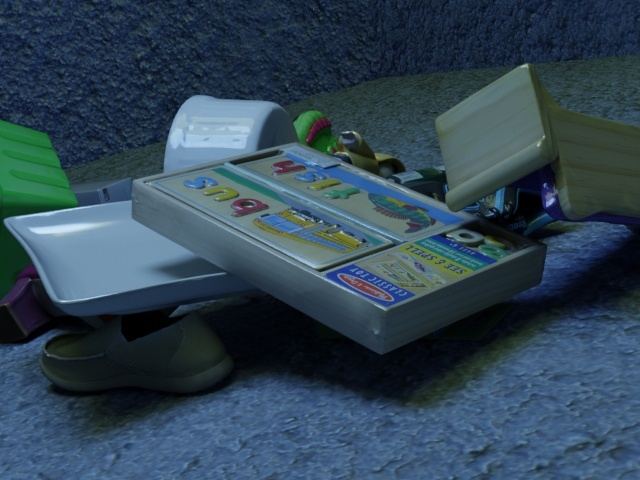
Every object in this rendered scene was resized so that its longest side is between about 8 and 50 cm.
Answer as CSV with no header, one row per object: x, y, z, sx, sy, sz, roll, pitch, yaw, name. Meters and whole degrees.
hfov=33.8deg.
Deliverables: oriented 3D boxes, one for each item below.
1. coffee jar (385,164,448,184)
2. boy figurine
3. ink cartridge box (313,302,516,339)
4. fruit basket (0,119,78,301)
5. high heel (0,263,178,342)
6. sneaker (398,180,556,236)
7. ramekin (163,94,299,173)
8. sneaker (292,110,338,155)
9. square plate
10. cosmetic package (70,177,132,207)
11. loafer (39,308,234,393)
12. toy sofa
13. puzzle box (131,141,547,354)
0.197,-0.077,1.652,0.184,0.096,0.079,-16,17,-19,coffee jar
0.055,-0.083,1.658,0.092,0.177,0.285,3,6,24,boy figurine
0.104,0.067,1.208,0.209,0.062,0.109,-3,16,33,ink cartridge box
-0.624,-0.040,1.774,0.392,0.283,0.392,11,26,-5,fruit basket
-0.303,0.049,1.486,0.377,0.127,0.181,-8,24,32,high heel
0.188,-0.026,1.391,0.140,0.125,0.341,9,27,44,sneaker
-0.123,-0.088,1.623,0.135,0.277,0.277,0,16,17,ramekin
-0.119,-0.112,2.011,0.202,0.185,0.483,-26,2,30,sneaker
-0.183,0.012,1.281,0.344,0.049,0.347,-8,19,-24,square plate
-0.471,-0.046,2.064,0.238,0.127,0.107,-2,17,30,cosmetic package
-0.218,0.118,1.217,0.268,0.092,0.102,-3,14,30,loafer
0.318,-0.072,1.241,0.362,0.177,0.150,4,-21,-39,toy sofa
0.011,-0.011,1.194,0.409,0.052,0.272,25,31,38,puzzle box
